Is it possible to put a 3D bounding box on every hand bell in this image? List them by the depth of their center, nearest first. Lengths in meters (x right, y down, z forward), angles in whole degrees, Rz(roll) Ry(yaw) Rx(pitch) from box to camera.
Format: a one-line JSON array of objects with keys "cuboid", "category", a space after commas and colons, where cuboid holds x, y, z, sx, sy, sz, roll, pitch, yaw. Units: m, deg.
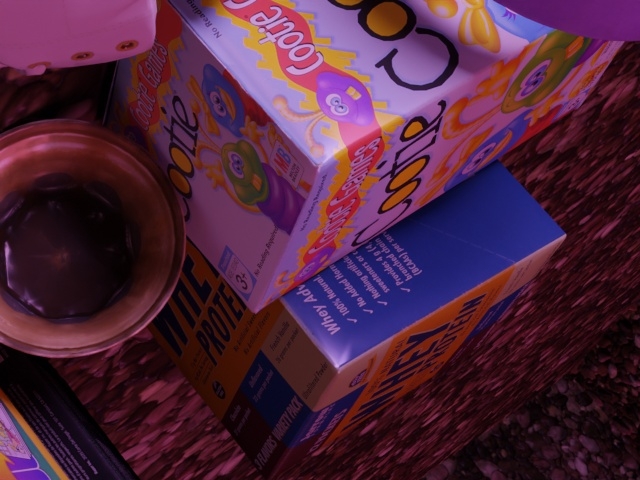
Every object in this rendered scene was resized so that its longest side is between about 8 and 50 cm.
[{"cuboid": [-0.153, 0.026, 0.826, 0.126, 0.126, 0.242, -35, 175, -17], "category": "hand bell"}]

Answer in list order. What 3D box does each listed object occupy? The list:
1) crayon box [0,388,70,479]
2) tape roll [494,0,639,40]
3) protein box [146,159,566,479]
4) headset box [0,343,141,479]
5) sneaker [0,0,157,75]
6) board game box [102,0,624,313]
[{"cuboid": [-0.193, 0.133, 0.656, 0.081, 0.278, 0.165, -44, 163, 12], "category": "crayon box"}, {"cuboid": [0.130, -0.193, 0.679, 0.189, 0.189, 0.080, -28, 161, -35], "category": "tape roll"}, {"cuboid": [0.000, 0.000, 0.876, 0.201, 0.200, 0.136, -27, 159, -36], "category": "protein box"}, {"cuboid": [-0.176, 0.183, 0.889, 0.131, 0.246, 0.283, -38, 165, -10], "category": "headset box"}, {"cuboid": [-0.143, -0.058, 0.496, 0.169, 0.108, 0.292, -4, 146, -27], "category": "sneaker"}, {"cuboid": [0.038, -0.107, 0.775, 0.275, 0.142, 0.144, -31, 162, -31], "category": "board game box"}]
